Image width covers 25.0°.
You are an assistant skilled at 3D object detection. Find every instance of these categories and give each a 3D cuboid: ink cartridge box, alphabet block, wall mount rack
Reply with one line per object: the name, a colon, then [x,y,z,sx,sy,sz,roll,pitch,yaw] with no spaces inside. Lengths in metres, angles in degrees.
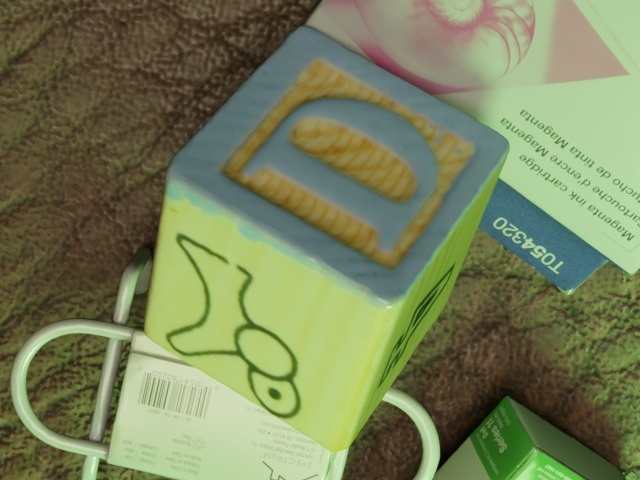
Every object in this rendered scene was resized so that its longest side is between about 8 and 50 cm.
ink cartridge box: [0.158,-0.121,1.073,0.324,0.071,0.330,35,130,-7]
alphabet block: [0.000,0.000,1.067,0.192,0.193,0.197,32,142,11]
wall mount rack: [-0.086,0.178,1.217,0.350,0.130,0.304,13,102,-1]
ink cartridge box: [0.152,0.259,1.222,0.153,0.087,0.208,34,105,-25]
